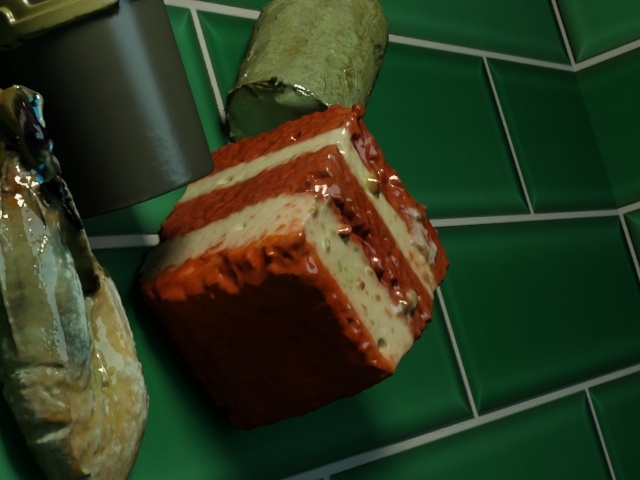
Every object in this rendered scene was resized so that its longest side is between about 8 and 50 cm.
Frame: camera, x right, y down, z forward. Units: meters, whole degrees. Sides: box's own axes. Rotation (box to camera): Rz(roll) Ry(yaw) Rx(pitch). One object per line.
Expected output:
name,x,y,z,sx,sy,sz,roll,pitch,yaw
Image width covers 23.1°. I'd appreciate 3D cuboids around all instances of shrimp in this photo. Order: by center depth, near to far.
shrimp,-0.271,0.053,1.648,0.221,0.110,0.445,-29,107,-62

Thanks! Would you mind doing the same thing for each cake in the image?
cake,-0.025,0.036,1.930,0.269,0.270,0.319,56,33,-24

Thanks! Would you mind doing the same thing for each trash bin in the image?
trash bin,-0.254,-0.205,1.748,0.214,0.214,0.334,-33,106,-61

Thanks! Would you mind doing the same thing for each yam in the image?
yam,-0.018,-0.231,2.195,0.195,0.195,0.300,53,34,-29
